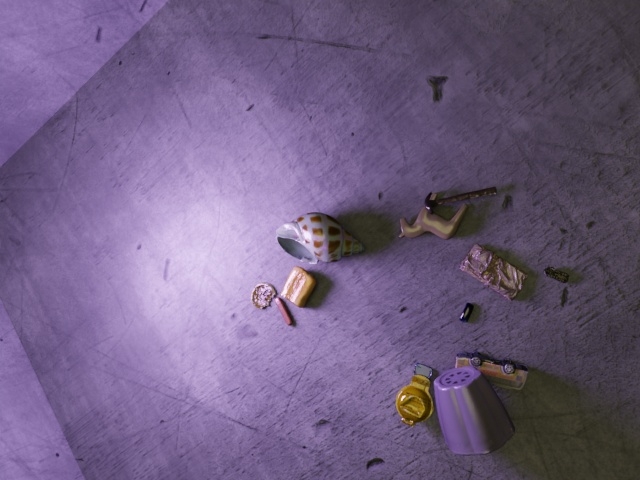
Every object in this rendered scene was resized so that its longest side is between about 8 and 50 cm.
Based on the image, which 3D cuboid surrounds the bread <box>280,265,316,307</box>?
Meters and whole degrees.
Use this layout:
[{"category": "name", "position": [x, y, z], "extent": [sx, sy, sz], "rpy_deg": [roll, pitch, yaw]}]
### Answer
[{"category": "bread", "position": [-0.095, 0.212, 1.941], "extent": [0.134, 0.085, 0.173], "rpy_deg": [33, 97, 20]}]

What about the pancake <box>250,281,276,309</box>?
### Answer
[{"category": "pancake", "position": [-0.277, 0.259, 2.025], "extent": [0.116, 0.022, 0.130], "rpy_deg": [34, 91, 16]}]

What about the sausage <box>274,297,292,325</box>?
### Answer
[{"category": "sausage", "position": [-0.170, 0.329, 1.982], "extent": [0.035, 0.030, 0.147], "rpy_deg": [-34, 77, 12]}]

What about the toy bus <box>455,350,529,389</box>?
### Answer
[{"category": "toy bus", "position": [0.670, 0.510, 1.689], "extent": [0.268, 0.092, 0.106], "rpy_deg": [9, 97, 17]}]

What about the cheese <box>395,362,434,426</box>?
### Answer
[{"category": "cheese", "position": [0.401, 0.640, 1.770], "extent": [0.156, 0.064, 0.250], "rpy_deg": [18, 81, 16]}]

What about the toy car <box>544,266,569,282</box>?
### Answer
[{"category": "toy car", "position": [0.923, 0.133, 1.674], "extent": [0.093, 0.025, 0.041], "rpy_deg": [26, 92, 14]}]

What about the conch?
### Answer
[{"category": "conch", "position": [-0.001, 0.000, 1.878], "extent": [0.368, 0.197, 0.249], "rpy_deg": [32, 133, 12]}]

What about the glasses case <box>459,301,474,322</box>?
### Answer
[{"category": "glasses case", "position": [0.602, 0.298, 1.758], "extent": [0.033, 0.023, 0.083], "rpy_deg": [24, 93, 20]}]

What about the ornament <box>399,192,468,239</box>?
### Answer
[{"category": "ornament", "position": [0.465, -0.083, 1.810], "extent": [0.230, 0.061, 0.245], "rpy_deg": [29, 90, 17]}]

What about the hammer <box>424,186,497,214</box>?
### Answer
[{"category": "hammer", "position": [0.579, -0.176, 1.764], "extent": [0.297, 0.027, 0.125], "rpy_deg": [-11, 49, 6]}]

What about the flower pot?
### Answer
[{"category": "flower pot", "position": [0.548, 0.622, 1.602], "extent": [0.265, 0.265, 0.243], "rpy_deg": [-23, 91, 14]}]

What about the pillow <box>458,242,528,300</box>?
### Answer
[{"category": "pillow", "position": [0.701, 0.125, 1.731], "extent": [0.248, 0.049, 0.135], "rpy_deg": [35, 91, 13]}]
